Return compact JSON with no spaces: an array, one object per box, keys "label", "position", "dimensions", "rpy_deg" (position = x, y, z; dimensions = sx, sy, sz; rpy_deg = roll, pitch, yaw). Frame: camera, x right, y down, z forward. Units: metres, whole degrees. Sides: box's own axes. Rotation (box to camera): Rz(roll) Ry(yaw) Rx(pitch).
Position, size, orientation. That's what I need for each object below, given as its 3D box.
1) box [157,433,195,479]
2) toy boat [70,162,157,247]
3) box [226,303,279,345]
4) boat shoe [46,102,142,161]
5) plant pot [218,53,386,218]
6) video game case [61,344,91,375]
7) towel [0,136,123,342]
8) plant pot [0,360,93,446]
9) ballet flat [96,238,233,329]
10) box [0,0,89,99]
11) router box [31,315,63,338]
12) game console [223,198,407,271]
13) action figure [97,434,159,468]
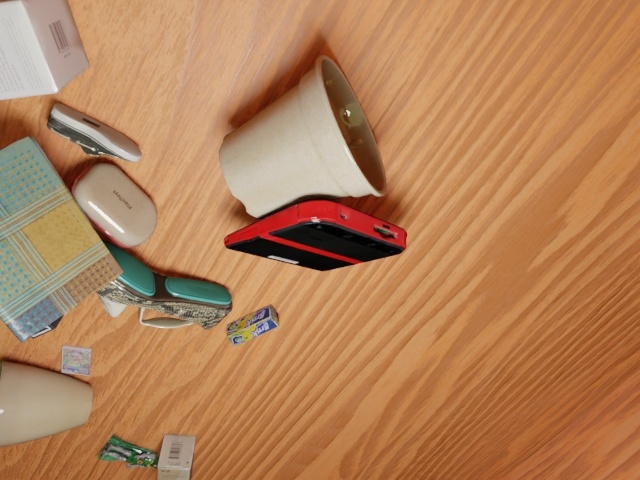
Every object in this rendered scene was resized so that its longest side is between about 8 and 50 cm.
[{"label":"box","position":[-0.566,0.914,1.847],"dimensions":[0.121,0.148,0.311],"rpy_deg":[8,120,-11]},{"label":"toy boat","position":[-0.544,-0.080,1.226],"dimensions":[0.151,0.151,0.231],"rpy_deg":[-12,129,38]},{"label":"box","position":[-0.217,0.273,1.524],"dimensions":[0.168,0.059,0.054],"rpy_deg":[-26,124,10]},{"label":"boat shoe","position":[-0.542,-0.243,1.142],"dimensions":[0.219,0.078,0.070],"rpy_deg":[30,114,-15]},{"label":"plant pot","position":[-0.052,-0.205,1.108],"dimensions":[0.305,0.334,0.334],"rpy_deg":[-21,124,21]},{"label":"video game case","position":[-0.803,0.396,1.559],"dimensions":[0.087,0.011,0.122],"rpy_deg":[12,121,-14]},{"label":"towel","position":[-0.643,-0.007,1.032],"dimensions":[0.040,0.271,0.370],"rpy_deg":[-9,116,46]},{"label":"plant pot","position":[-0.891,0.525,1.513],"dimensions":[0.273,0.257,0.257],"rpy_deg":[15,121,-35]},{"label":"ballet flat","position":[-0.474,0.156,1.314],"dimensions":[0.482,0.164,0.182],"rpy_deg":[28,108,-37]},{"label":"box","position":[-0.690,-0.383,0.944],"dimensions":[0.344,0.215,0.169],"rpy_deg":[-7,124,-2]},{"label":"router box","position":[-0.698,0.043,1.163],"dimensions":[0.080,0.309,0.243],"rpy_deg":[-23,124,18]},{"label":"game console","position":[0.000,0.000,1.221],"dimensions":[0.341,0.060,0.386],"rpy_deg":[-15,157,40]},{"label":"action figure","position":[-0.721,0.837,1.831],"dimensions":[0.232,0.064,0.137],"rpy_deg":[30,111,-27]}]
